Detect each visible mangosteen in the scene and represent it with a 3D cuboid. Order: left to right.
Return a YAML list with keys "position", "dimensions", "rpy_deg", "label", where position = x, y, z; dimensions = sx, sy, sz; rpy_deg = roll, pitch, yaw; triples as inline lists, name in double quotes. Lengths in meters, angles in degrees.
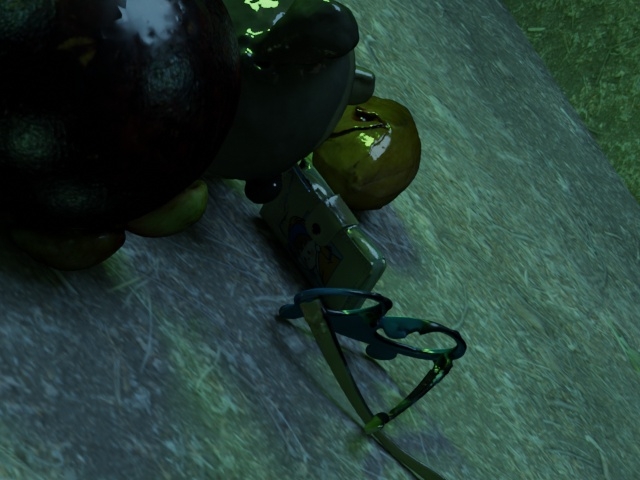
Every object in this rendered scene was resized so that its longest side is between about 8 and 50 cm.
- position: [-0.196, -0.120, 1.396]
  dimensions: [0.288, 0.288, 0.288]
  rpy_deg: [41, 19, -17]
  label: "mangosteen"

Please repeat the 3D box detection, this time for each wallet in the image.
- position: [0.000, 0.000, 1.821]
  dimensions: [0.039, 0.110, 0.155]
  rpy_deg: [-23, 67, -36]
  label: "wallet"

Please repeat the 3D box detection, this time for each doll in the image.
- position: [-0.113, -0.221, 1.688]
  dimensions: [0.378, 0.252, 0.382]
  rpy_deg: [58, -5, -2]
  label: "doll"

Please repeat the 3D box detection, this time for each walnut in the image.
- position: [0.060, -0.112, 2.149]
  dimensions: [0.137, 0.137, 0.245]
  rpy_deg: [45, 21, -6]
  label: "walnut"

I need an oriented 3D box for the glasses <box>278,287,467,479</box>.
- position: [0.080, 0.135, 1.702]
  dimensions: [0.239, 0.102, 0.207]
  rpy_deg: [26, 27, -49]
  label: "glasses"
